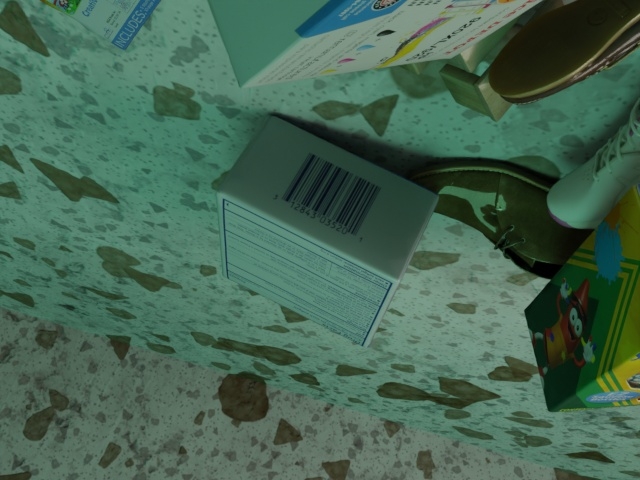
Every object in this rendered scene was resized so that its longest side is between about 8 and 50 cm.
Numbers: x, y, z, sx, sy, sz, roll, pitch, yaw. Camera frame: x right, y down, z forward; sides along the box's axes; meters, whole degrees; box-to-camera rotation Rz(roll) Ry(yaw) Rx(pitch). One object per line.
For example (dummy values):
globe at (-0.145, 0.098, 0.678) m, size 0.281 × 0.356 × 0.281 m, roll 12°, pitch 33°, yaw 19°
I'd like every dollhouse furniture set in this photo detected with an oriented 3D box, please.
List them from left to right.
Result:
dollhouse furniture set at (0.140, -0.233, 0.724) m, size 0.151 × 0.123 × 0.144 m, roll 38°, pitch 175°, yaw 44°

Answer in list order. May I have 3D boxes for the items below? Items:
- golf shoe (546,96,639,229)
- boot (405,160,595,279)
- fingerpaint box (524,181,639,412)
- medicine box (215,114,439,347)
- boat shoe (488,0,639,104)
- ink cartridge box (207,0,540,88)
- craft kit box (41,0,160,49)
golf shoe at (0.366, -0.111, 0.780) m, size 0.140 × 0.115 × 0.306 m, roll 38°, pitch 138°, yaw -24°
boot at (0.258, -0.026, 0.973) m, size 0.305 × 0.115 × 0.112 m, roll 13°, pitch 157°, yaw 7°
fingerpaint box at (0.522, 0.076, 0.842) m, size 0.444 × 0.163 × 0.371 m, roll -3°, pitch 155°, yaw -5°
medicine box at (0.000, 0.000, 1.048) m, size 0.263 × 0.149 × 0.289 m, roll 26°, pitch 155°, yaw 7°
boat shoe at (0.254, -0.187, 0.646) m, size 0.207 × 0.073 × 0.073 m, roll -32°, pitch 150°, yaw 24°
ink cartridge box at (0.048, -0.228, 0.508) m, size 0.232 × 0.168 × 0.171 m, roll -19°, pitch 178°, yaw -38°
craft kit box at (-0.255, -0.327, 0.705) m, size 0.246 × 0.061 × 0.249 m, roll 26°, pitch 151°, yaw -27°
